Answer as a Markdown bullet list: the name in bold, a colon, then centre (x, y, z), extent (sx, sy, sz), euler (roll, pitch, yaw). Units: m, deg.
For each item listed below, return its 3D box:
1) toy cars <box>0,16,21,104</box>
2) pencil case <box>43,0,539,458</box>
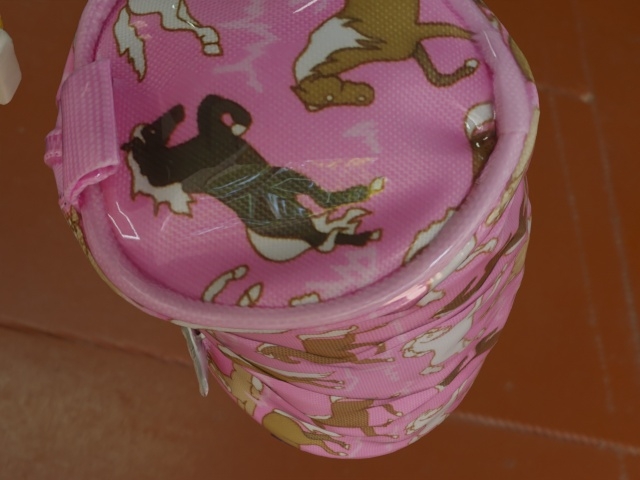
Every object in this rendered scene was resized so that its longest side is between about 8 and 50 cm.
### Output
- **toy cars**: centre (-0.217, -0.052, 0.626), extent (0.087, 0.176, 0.394), euler (22, 32, 2)
- **pencil case**: centre (0.000, 0.000, 0.630), extent (0.167, 0.386, 0.160), euler (-44, 77, -8)
